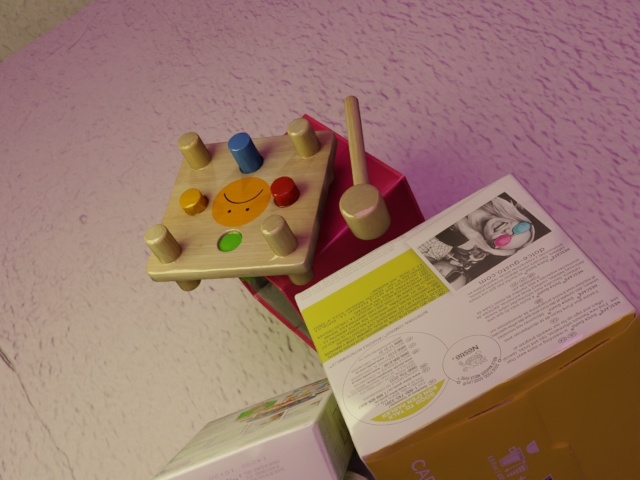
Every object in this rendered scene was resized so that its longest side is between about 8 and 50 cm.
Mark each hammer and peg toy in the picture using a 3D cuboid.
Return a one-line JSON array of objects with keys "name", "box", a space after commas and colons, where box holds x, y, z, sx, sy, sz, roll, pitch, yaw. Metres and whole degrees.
[{"name": "hammer and peg toy", "box": [-0.060, -0.060, 1.386, 0.361, 0.127, 0.266, -5, 51, 21]}]

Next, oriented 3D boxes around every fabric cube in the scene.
[{"name": "fabric cube", "box": [0.000, 0.000, 1.564, 0.258, 0.254, 0.259, -45, 49, -11]}]

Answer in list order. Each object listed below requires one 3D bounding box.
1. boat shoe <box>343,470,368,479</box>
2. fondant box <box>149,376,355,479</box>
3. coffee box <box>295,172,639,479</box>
[{"name": "boat shoe", "box": [-0.043, 0.399, 1.343, 0.305, 0.091, 0.109, -19, 32, 27]}, {"name": "fondant box", "box": [-0.077, 0.295, 1.337, 0.238, 0.330, 0.096, -22, 91, 8]}, {"name": "coffee box", "box": [0.214, 0.191, 1.215, 0.338, 0.337, 0.334, -29, 34, 2]}]
